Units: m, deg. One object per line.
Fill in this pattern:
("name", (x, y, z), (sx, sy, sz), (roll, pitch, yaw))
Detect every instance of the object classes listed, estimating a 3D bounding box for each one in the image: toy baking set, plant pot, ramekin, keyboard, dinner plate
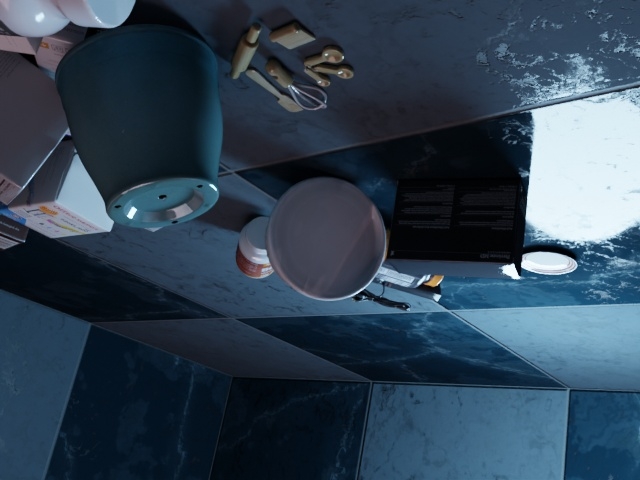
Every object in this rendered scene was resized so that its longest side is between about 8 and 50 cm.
("toy baking set", (-0.058, -0.282, 1.275), (0.197, 0.030, 0.256), (18, 158, -19))
("plant pot", (-0.279, -0.168, 1.243), (0.272, 0.255, 0.271), (-14, 161, -5))
("ramekin", (0.000, 0.000, 1.675), (0.273, 0.273, 0.127), (18, 169, -16))
("keyboard", (0.166, 0.090, 1.911), (0.317, 0.201, 0.033), (17, 140, -16))
("dinner plate", (0.557, 0.051, 1.848), (0.141, 0.017, 0.141), (9, 160, 3))

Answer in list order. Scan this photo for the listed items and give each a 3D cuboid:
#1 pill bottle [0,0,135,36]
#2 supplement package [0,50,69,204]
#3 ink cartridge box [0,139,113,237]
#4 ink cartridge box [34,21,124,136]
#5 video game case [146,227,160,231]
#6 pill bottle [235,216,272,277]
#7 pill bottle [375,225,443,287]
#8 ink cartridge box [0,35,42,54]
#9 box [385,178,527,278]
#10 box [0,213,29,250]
("pill bottle", (-0.437, -0.374, 0.973), (0.363, 0.210, 0.210), (7, 159, 10))
("supplement package", (-0.605, -0.229, 1.347), (0.263, 0.199, 0.198), (38, 157, -21))
("ink cartridge box", (-0.613, -0.119, 1.794), (0.233, 0.168, 0.171), (-5, 153, 35))
("ink cartridge box", (-0.421, -0.286, 1.406), (0.176, 0.069, 0.371), (13, 157, -6))
("video game case", (-0.502, -0.072, 2.074), (0.157, 0.019, 0.143), (24, 156, -29))
("pill bottle", (-0.159, 0.016, 1.981), (0.121, 0.121, 0.216), (13, 160, -5))
("pill bottle", (0.186, 0.040, 1.852), (0.246, 0.130, 0.130), (18, 159, -17))
("ink cartridge box", (-0.491, -0.360, 1.171), (0.198, 0.115, 0.067), (10, 159, 5))
("box", (0.283, -0.024, 1.555), (0.261, 0.184, 0.103), (2, 157, 25))
("box", (-0.819, -0.103, 1.894), (0.167, 0.203, 0.168), (26, 154, -35))
